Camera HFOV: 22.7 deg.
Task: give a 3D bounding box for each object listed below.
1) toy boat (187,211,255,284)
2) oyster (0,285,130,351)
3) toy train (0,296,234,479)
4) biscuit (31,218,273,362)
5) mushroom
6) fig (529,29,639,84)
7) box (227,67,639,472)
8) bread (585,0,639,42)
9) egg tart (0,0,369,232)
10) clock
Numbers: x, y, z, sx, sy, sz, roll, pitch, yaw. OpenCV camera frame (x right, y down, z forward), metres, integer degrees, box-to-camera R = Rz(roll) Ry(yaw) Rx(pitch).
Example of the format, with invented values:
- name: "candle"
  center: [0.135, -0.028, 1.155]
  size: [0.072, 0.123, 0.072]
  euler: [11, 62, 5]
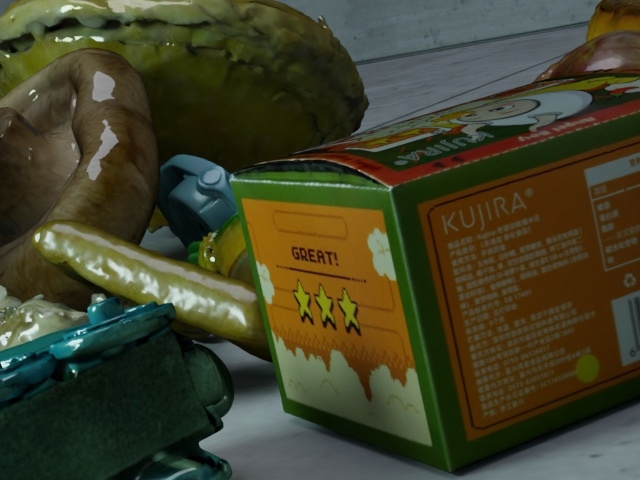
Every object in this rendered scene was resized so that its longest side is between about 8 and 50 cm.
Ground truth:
- name: "toy boat"
  center: [0.000, 0.000, 1.119]
  size: [0.230, 0.089, 0.088]
  euler: [-13, 23, 20]
- name: "oyster"
  center: [-0.262, 0.074, 0.989]
  size: [0.341, 0.110, 0.166]
  euler: [-7, 4, 15]
- name: "toy train"
  center: [-0.137, 0.097, 0.727]
  size: [0.154, 0.107, 0.198]
  euler: [-15, 6, 41]
- name: "biscuit"
  center: [-0.077, 0.043, 1.012]
  size: [0.183, 0.039, 0.174]
  euler: [19, -11, 29]
- name: "mushroom"
  center: [-0.222, -0.036, 1.272]
  size: [0.278, 0.146, 0.278]
  euler: [-32, 37, 28]
- name: "fig"
  center: [0.239, -0.080, 1.096]
  size: [0.231, 0.143, 0.160]
  euler: [-17, -7, -15]
- name: "box"
  center: [0.085, 0.005, 0.810]
  size: [0.195, 0.148, 0.177]
  euler: [-18, 12, -24]
- name: "bread"
  center: [0.413, -0.145, 1.260]
  size: [0.337, 0.148, 0.328]
  euler: [-15, 14, -24]
- name: "egg tart"
  center: [-0.143, -0.114, 1.504]
  size: [0.388, 0.169, 0.388]
  euler: [6, -18, 2]
- name: "clock"
  center: [-0.075, -0.012, 1.263]
  size: [0.045, 0.108, 0.147]
  euler: [-42, 25, -18]
